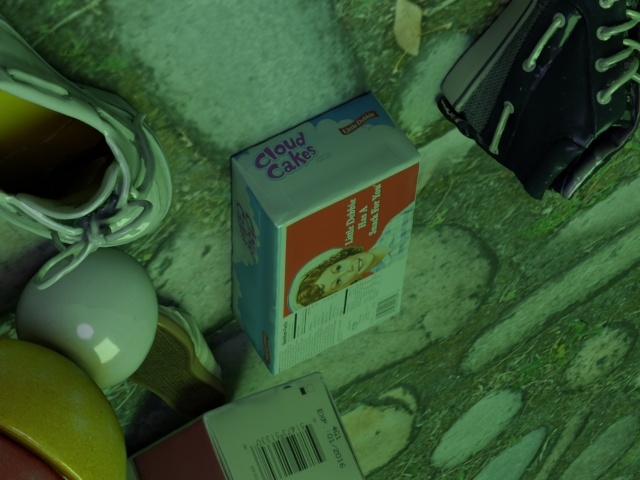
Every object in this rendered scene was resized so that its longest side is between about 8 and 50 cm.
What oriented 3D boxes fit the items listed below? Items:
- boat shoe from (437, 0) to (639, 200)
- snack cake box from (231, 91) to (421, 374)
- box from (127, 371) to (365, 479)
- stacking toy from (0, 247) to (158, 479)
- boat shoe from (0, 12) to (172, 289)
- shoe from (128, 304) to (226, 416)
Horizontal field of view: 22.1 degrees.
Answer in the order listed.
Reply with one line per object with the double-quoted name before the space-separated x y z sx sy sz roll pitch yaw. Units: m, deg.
"boat shoe" 0.256 -0.188 1.459 0.127 0.158 0.340 -6 140 -46
"snack cake box" 0.000 0.000 1.532 0.152 0.089 0.264 -25 151 -18
"box" -0.086 0.240 1.682 0.148 0.127 0.232 -18 170 -33
"stacking toy" -0.262 0.202 1.287 0.480 0.350 0.351 -58 166 -33
"boat shoe" -0.181 -0.047 1.168 0.136 0.156 0.367 -37 153 0
"shoe" -0.149 0.104 1.568 0.076 0.058 0.219 -18 150 6
